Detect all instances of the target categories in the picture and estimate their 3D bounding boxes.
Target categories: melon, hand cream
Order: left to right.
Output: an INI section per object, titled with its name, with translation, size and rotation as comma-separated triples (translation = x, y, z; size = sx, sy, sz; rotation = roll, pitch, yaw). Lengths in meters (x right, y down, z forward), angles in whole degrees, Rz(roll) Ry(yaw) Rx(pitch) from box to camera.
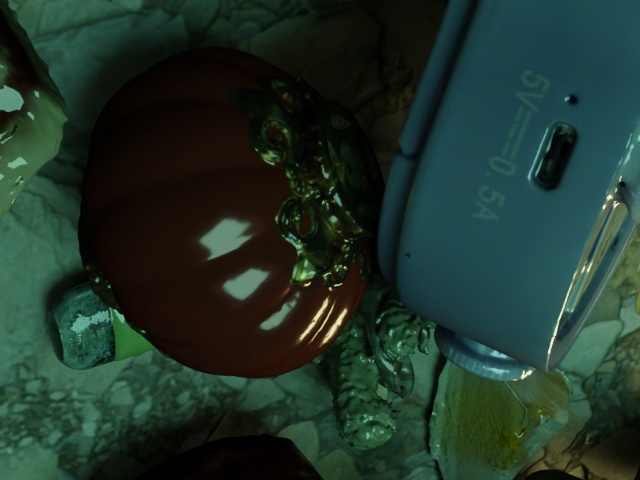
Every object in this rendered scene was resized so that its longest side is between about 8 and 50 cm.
[hand cream]
translation = -0.118, 0.045, 1.083
size = 0.175, 0.046, 0.095
rotation = -20, 126, -25
[melon]
translation = 0.176, 0.162, 1.291
size = 0.140, 0.093, 0.202
rotation = -19, 132, -27

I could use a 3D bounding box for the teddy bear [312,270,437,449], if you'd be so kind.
[teddy bear]
translation = 0.058, 0.063, 1.163
size = 0.111, 0.133, 0.213
rotation = 35, 77, 3

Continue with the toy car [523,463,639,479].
[toy car]
translation = 0.308, 0.305, 1.386
size = 0.341, 0.240, 0.271
rotation = -36, 137, -43

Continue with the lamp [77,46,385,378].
[lamp]
translation = -0.065, -0.015, 0.966
size = 0.227, 0.227, 0.226
rotation = -14, 125, -21

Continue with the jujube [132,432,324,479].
[jujube]
translation = -0.096, 0.261, 1.137
size = 0.243, 0.183, 0.183
rotation = -33, 129, -8

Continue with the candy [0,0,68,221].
[candy]
translation = -0.300, -0.025, 0.847
size = 0.320, 0.179, 0.135
rotation = -50, 129, 6

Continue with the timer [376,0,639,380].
[timer]
translation = 0.183, -0.074, 0.980
size = 0.395, 0.173, 0.395
rotation = -58, 164, -27
